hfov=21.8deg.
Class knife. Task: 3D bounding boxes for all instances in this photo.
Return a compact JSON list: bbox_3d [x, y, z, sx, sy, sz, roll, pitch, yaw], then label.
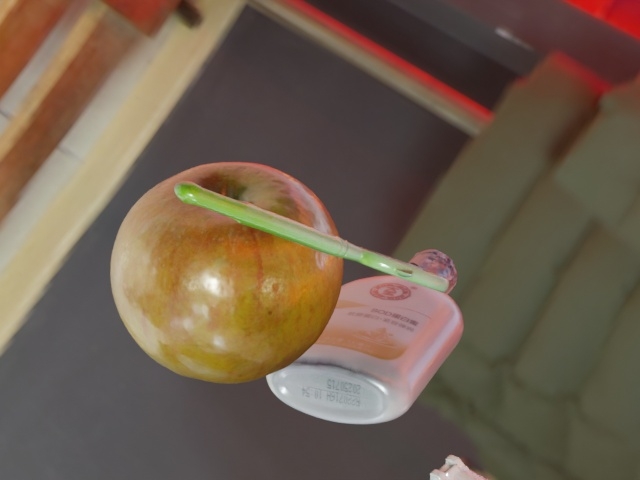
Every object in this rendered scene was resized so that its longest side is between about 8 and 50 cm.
[{"bbox_3d":[0.000,0.001,1.089,0.212,0.054,0.015,20,94,-28],"label":"knife"}]

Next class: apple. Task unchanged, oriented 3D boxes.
[{"bbox_3d":[-0.069,0.028,1.249,0.182,0.182,0.155,-21,131,-36],"label":"apple"}]

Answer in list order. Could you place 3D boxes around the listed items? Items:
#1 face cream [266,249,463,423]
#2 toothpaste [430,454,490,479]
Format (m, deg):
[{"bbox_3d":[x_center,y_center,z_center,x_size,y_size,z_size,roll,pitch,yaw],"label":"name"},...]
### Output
[{"bbox_3d":[0.064,0.084,1.586,0.291,0.144,0.071,-40,136,-58],"label":"face cream"},{"bbox_3d":[0.201,0.230,1.068,0.056,0.314,0.058,-34,136,-37],"label":"toothpaste"}]
